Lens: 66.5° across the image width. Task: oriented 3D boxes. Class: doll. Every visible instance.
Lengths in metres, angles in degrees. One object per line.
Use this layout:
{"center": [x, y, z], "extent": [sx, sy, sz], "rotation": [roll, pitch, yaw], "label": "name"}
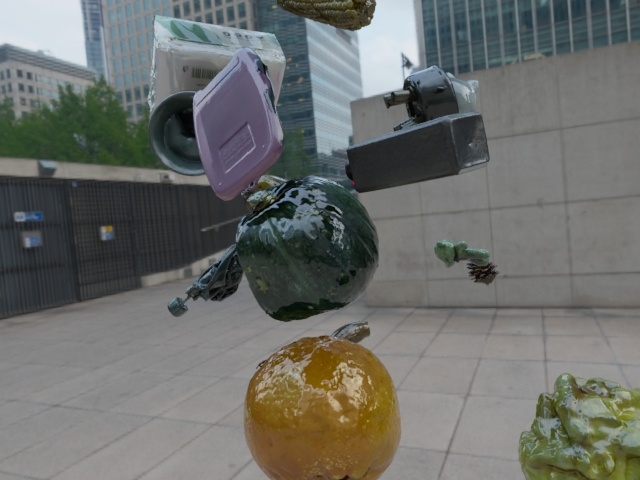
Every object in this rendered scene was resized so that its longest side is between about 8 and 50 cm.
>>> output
{"center": [0.391, 0.041, 1.358], "extent": [0.150, 0.078, 0.115], "rotation": [10, -18, 17], "label": "doll"}

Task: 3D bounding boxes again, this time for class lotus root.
{"center": [-0.098, -0.097, 1.731], "extent": [0.397, 0.179, 0.196], "rotation": [31, -8, -24], "label": "lotus root"}

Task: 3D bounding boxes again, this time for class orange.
{"center": [0.006, 0.380, 1.032], "extent": [0.340, 0.341, 0.293], "rotation": [-6, 34, -8], "label": "orange"}

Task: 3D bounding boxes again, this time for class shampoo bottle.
{"center": [0.125, -0.124, 0.728], "extent": [0.080, 0.079, 0.246], "rotation": [-17, 8, -33], "label": "shampoo bottle"}

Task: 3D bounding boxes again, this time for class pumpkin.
{"center": [0.000, 0.000, 0.924], "extent": [0.197, 0.263, 0.293], "rotation": [-17, 31, 26], "label": "pumpkin"}

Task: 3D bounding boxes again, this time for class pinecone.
{"center": [0.541, 0.097, 1.640], "extent": [0.102, 0.109, 0.102], "rotation": [-43, 7, 7], "label": "pinecone"}

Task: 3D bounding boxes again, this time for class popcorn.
{"center": [0.421, 0.321, 0.746], "extent": [0.212, 0.259, 0.259], "rotation": [24, -17, -37], "label": "popcorn"}

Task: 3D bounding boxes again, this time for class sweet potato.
{"center": [0.068, 0.306, 1.513], "extent": [0.243, 0.077, 0.077], "rotation": [-19, 10, -37], "label": "sweet potato"}

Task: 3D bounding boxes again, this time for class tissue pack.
{"center": [-0.307, -0.464, 1.408], "extent": [0.356, 0.194, 0.266], "rotation": [-2, -43, -25], "label": "tissue pack"}

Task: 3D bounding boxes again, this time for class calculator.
{"center": [-0.155, -0.209, 0.874], "extent": [0.194, 0.294, 0.043], "rotation": [-34, -32, 26], "label": "calculator"}

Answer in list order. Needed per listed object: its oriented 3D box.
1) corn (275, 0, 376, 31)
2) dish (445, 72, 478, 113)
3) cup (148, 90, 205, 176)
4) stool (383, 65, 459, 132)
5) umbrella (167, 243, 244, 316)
{"center": [0.005, -0.540, 1.104], "extent": [0.097, 0.097, 0.320], "rotation": [-7, 32, -44], "label": "corn"}
{"center": [0.394, -0.461, 1.622], "extent": [0.228, 0.236, 0.086], "rotation": [38, 11, 36], "label": "dish"}
{"center": [-0.313, -0.263, 1.224], "extent": [0.199, 0.199, 0.150], "rotation": [-5, 10, -5], "label": "cup"}
{"center": [0.240, -0.301, 1.161], "extent": [0.139, 0.153, 0.228], "rotation": [-20, -30, 0], "label": "stool"}
{"center": [-0.219, 0.074, 1.185], "extent": [0.349, 0.094, 0.143], "rotation": [-39, -25, -2], "label": "umbrella"}
